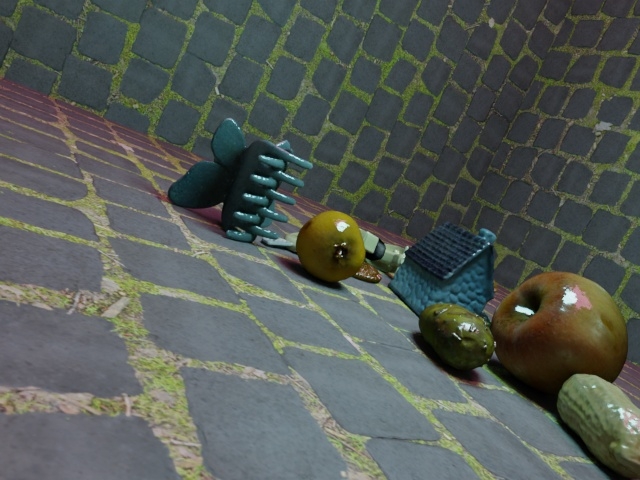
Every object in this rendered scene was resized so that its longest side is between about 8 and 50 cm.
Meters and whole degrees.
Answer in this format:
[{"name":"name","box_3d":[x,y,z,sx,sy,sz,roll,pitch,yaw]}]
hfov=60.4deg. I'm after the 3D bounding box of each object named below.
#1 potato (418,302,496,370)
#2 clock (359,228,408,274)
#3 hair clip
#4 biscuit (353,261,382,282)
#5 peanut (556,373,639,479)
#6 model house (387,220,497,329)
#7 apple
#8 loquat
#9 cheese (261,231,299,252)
[{"name":"potato","box_3d":[0.345,0.232,1.407,0.176,0.141,0.298,33,8,-10]},{"name":"clock","box_3d":[0.207,0.040,2.153,0.379,0.120,0.276,24,-4,-40]},{"name":"hair clip","box_3d":[-0.203,-0.165,1.671,0.392,0.318,0.238,17,16,-39]},{"name":"biscuit","box_3d":[0.085,0.069,1.973,0.305,0.038,0.305,25,9,-4]},{"name":"peanut","box_3d":[0.632,0.401,1.200,0.152,0.152,0.313,25,8,-4]},{"name":"model house","box_3d":[0.457,0.099,1.872,0.297,0.339,0.360,21,10,-17]},{"name":"apple","box_3d":[0.649,0.262,1.494,0.305,0.338,0.338,43,4,-17]},{"name":"loquat","box_3d":[0.031,0.018,1.600,0.208,0.208,0.208,25,9,-4]},{"name":"cheese","box_3d":[-0.099,0.007,1.797,0.235,0.049,0.127,5,19,-46]}]
